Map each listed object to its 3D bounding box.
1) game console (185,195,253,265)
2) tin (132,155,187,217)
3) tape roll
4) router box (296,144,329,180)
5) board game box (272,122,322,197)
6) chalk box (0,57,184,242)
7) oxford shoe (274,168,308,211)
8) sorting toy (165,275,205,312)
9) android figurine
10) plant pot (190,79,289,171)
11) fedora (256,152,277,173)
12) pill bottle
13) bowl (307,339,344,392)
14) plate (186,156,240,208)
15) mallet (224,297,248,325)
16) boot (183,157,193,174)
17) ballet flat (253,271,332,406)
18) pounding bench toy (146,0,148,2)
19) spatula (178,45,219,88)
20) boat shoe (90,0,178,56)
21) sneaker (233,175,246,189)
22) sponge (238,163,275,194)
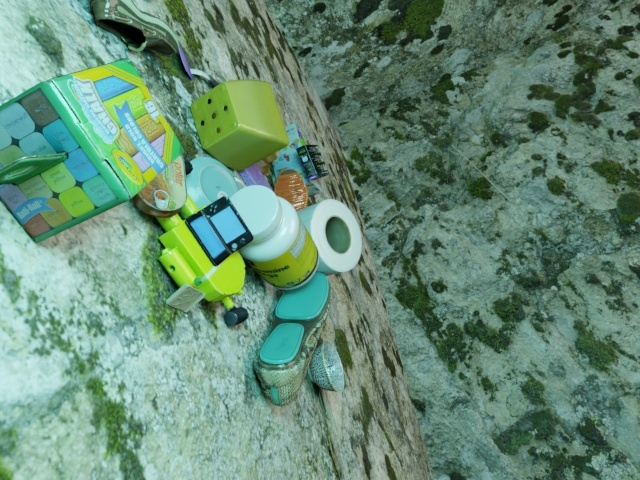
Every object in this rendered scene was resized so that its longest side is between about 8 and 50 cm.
[{"bbox_3d":[-0.220,-0.024,1.010,0.122,0.107,0.071,59,-8,-10],"label":"game console"},{"bbox_3d":[-0.334,-0.129,0.944,0.106,0.040,0.190,6,53,-31],"label":"tin"},{"bbox_3d":[0.000,0.000,1.534,0.246,0.169,0.246,17,66,-43],"label":"tape roll"},{"bbox_3d":[-0.029,-0.311,1.809,0.133,0.046,0.179,68,18,-5],"label":"router box"},{"bbox_3d":[-0.109,-0.318,1.901,0.142,0.144,0.275,32,40,-66],"label":"board game box"},{"bbox_3d":[-0.361,-0.130,0.669,0.289,0.180,0.179,-80,147,-61],"label":"chalk box"},{"bbox_3d":[-0.101,-0.096,1.735,0.133,0.129,0.364,80,2,-70],"label":"oxford shoe"},{"bbox_3d":[-0.261,0.106,0.916,0.012,0.083,0.062,49,1,37],"label":"sorting toy"},{"bbox_3d":[-0.260,0.026,1.022,0.273,0.056,0.248,58,20,-15],"label":"android figurine"},{"bbox_3d":[-0.253,-0.348,1.341,0.187,0.212,0.212,-4,74,-61],"label":"plant pot"},{"bbox_3d":[-0.213,-0.345,1.688,0.194,0.079,0.194,-20,90,-76],"label":"fedora"},{"bbox_3d":[-0.129,-0.003,1.241,0.334,0.187,0.188,60,15,-60],"label":"pill bottle"},{"bbox_3d":[0.008,0.414,1.473,0.170,0.080,0.170,-20,90,-75],"label":"bowl"},{"bbox_3d":[-0.270,-0.135,1.190,0.188,0.024,0.188,31,48,-42],"label":"plate"},{"bbox_3d":[-0.234,0.116,1.095,0.190,0.039,0.062,64,18,-3],"label":"mallet"},{"bbox_3d":[-0.337,-0.151,1.045,0.121,0.045,0.099,31,38,-56],"label":"boot"},{"bbox_3d":[-0.070,0.274,1.299,0.483,0.163,0.182,-65,155,-63],"label":"ballet flat"},{"bbox_3d":[-0.463,-0.706,1.253,0.052,0.083,0.065,-11,81,-76],"label":"pounding bench toy"},{"bbox_3d":[-0.371,-0.520,1.444,0.296,0.030,0.084,14,58,-73],"label":"spatula"},{"bbox_3d":[-0.436,-0.489,1.083,0.257,0.095,0.095,14,71,-66],"label":"boat shoe"},{"bbox_3d":[-0.219,-0.081,1.337,0.228,0.086,0.132,35,41,-49],"label":"sneaker"},{"bbox_3d":[-0.219,-0.204,1.572,0.117,0.031,0.210,-93,157,-50],"label":"sponge"}]
